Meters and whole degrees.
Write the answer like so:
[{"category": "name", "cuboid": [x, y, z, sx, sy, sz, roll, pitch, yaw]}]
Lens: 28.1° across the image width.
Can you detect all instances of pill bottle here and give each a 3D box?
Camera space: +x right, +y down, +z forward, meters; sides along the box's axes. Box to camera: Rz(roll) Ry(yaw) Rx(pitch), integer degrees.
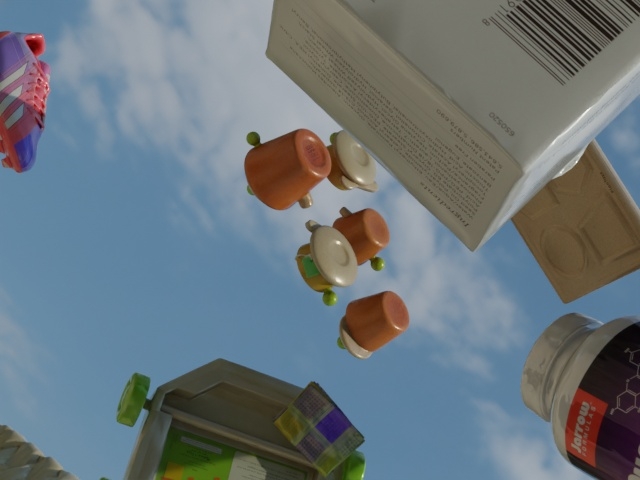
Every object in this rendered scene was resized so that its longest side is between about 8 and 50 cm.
[{"category": "pill bottle", "cuboid": [0.365, 0.191, 1.306, 0.323, 0.181, 0.181, 28, -38, 43]}]

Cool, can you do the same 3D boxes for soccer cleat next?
[{"category": "soccer cleat", "cuboid": [-0.370, -0.180, 1.581, 0.083, 0.095, 0.248, 88, -17, -44]}]

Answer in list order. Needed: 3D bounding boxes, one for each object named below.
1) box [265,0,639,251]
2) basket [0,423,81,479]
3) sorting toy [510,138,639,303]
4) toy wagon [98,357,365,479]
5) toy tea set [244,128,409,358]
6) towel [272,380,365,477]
[{"category": "box", "cuboid": [0.094, -0.127, 0.735, 0.182, 0.181, 0.119, 44, -21, 11]}, {"category": "basket", "cuboid": [-0.301, 0.360, 1.050, 0.328, 0.331, 0.266, 22, -63, 37]}, {"category": "sorting toy", "cuboid": [0.277, -0.039, 1.416, 0.193, 0.038, 0.208, 59, -27, 4]}, {"category": "toy wagon", "cuboid": [-0.106, 0.293, 1.309, 0.267, 0.344, 0.068, 21, -31, -11]}, {"category": "toy tea set", "cuboid": [0.000, 0.000, 1.724, 0.124, 0.200, 0.336, -29, -117, 34]}, {"category": "towel", "cuboid": [-0.002, 0.188, 1.275, 0.083, 0.060, 0.009, 49, -6, -6]}]
